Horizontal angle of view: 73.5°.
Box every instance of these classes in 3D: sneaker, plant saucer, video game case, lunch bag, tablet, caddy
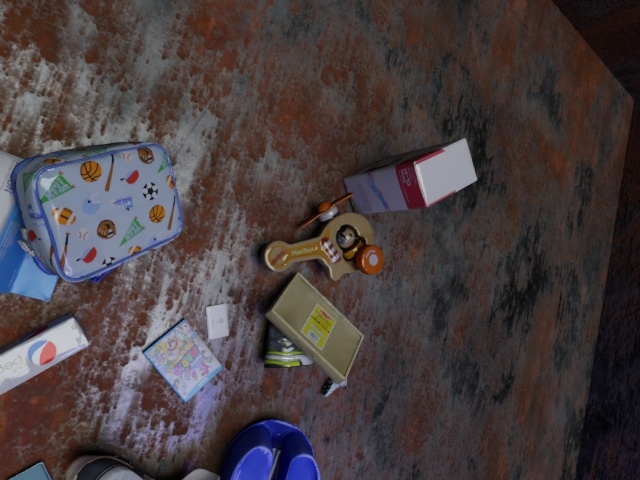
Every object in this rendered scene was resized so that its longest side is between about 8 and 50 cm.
[{"bbox_3d":[-0.020,0.276,1.185,0.299,0.111,0.122,3,79,-40],"label":"sneaker"},{"bbox_3d":[-0.563,0.545,0.870,0.067,0.018,0.192,-24,105,-32],"label":"plant saucer"},{"bbox_3d":[-0.326,0.288,1.027,0.119,0.015,0.166,-41,113,-27],"label":"video game case"},{"bbox_3d":[-0.421,-0.059,0.836,0.303,0.114,0.243,-33,127,-50],"label":"lunch bag"},{"bbox_3d":[-0.419,0.551,0.916,0.126,0.127,0.321,-52,144,-41],"label":"sneaker"},{"bbox_3d":[0.052,0.433,1.275,0.069,0.038,0.098,46,67,-25],"label":"sneaker"},{"bbox_3d":[-0.259,0.203,1.076,0.054,0.006,0.084,-7,96,-34],"label":"tablet"},{"bbox_3d":[-0.137,0.636,1.073,0.241,0.179,0.342,16,79,-11],"label":"caddy"}]

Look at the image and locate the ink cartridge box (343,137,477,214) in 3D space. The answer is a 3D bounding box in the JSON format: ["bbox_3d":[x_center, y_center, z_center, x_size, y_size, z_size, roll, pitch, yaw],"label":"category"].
[{"bbox_3d":[0.248,-0.177,1.233,0.226,0.306,0.131,-29,106,-31],"label":"ink cartridge box"}]

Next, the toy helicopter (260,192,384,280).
[{"bbox_3d":[0.000,0.000,1.174,0.354,0.140,0.235,-12,96,-31],"label":"toy helicopter"}]

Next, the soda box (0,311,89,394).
[{"bbox_3d":[-0.570,0.226,0.822,0.216,0.073,0.069,-32,108,-30],"label":"soda box"}]

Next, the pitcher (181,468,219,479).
[{"bbox_3d":[-0.306,0.631,0.921,0.177,0.125,0.207,15,79,-54],"label":"pitcher"}]

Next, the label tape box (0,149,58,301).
[{"bbox_3d":[-0.624,-0.047,0.756,0.347,0.115,0.249,23,78,-31],"label":"label tape box"}]

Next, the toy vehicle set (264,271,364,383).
[{"bbox_3d":[-0.009,0.228,1.140,0.267,0.035,0.166,45,39,-7],"label":"toy vehicle set"}]
